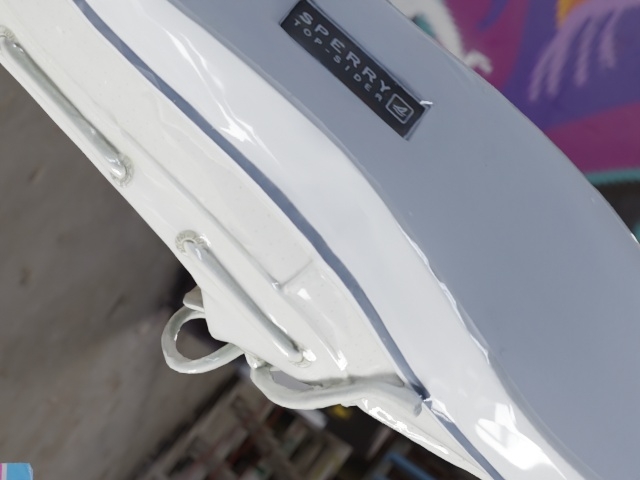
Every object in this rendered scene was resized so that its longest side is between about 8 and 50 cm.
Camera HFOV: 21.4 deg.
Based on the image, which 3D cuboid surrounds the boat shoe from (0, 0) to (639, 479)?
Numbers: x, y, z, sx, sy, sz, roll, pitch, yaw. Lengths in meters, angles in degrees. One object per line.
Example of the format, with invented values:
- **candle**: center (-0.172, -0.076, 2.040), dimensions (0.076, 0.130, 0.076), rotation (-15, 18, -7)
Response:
- **boat shoe**: center (-0.005, 0.004, 0.685), dimensions (0.156, 0.367, 0.136), rotation (-39, -169, 44)

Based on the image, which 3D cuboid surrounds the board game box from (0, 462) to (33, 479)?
- **board game box**: center (-0.347, 0.209, 1.002), dimensions (0.242, 0.316, 0.064), rotation (122, -36, -52)
